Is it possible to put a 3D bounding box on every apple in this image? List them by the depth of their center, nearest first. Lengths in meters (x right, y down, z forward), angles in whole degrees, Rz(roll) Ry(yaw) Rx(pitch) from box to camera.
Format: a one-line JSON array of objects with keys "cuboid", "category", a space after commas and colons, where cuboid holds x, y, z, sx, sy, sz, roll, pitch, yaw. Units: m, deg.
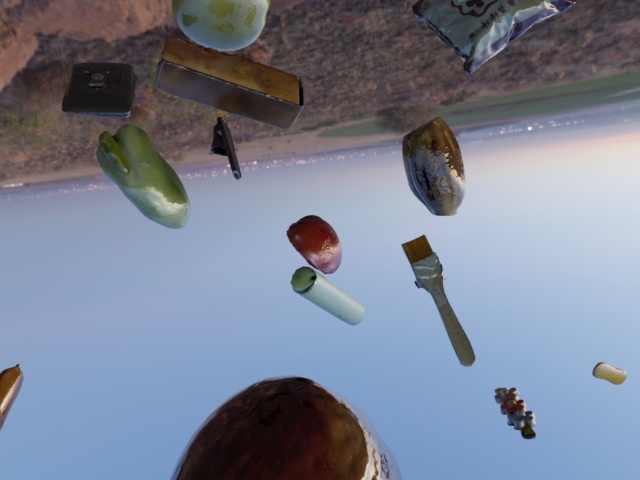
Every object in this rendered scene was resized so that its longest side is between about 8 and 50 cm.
[{"cuboid": [-0.268, -0.671, 1.273, 0.253, 0.292, 0.292, 5, -177, -23], "category": "apple"}]

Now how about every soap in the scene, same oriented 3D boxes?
[{"cuboid": [0.543, 0.250, 0.880, 0.089, 0.034, 0.012, 23, -169, -21], "category": "soap"}]

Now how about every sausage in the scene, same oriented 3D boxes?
[{"cuboid": [-0.685, 0.349, 0.994, 0.054, 0.062, 0.183, -10, -129, 17], "category": "sausage"}]

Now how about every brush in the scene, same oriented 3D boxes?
[{"cuboid": [0.298, 0.147, 1.153, 0.085, 0.337, 0.020, -21, 167, -12], "category": "brush"}]

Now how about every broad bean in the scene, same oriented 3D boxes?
[{"cuboid": [-0.333, -0.120, 0.906, 0.100, 0.228, 0.169, -35, -143, 13], "category": "broad bean"}]

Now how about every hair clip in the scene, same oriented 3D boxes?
[{"cuboid": [0.423, 0.367, 1.029, 0.062, 0.056, 0.214, -21, 177, 6], "category": "hair clip"}]

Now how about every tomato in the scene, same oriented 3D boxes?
[{"cuboid": [0.000, 0.000, 1.252, 0.099, 0.173, 0.189, -47, 176, 15], "category": "tomato"}]

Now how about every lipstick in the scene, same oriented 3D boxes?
[{"cuboid": [0.027, 0.152, 1.235, 0.076, 0.076, 0.304, -2, 156, 32], "category": "lipstick"}]

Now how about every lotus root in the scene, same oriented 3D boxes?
[{"cuboid": [0.339, -0.211, 1.416, 0.193, 0.291, 0.193, -20, -171, 3], "category": "lotus root"}]

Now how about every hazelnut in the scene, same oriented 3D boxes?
[{"cuboid": [-0.060, 0.441, 0.747, 0.420, 0.421, 0.352, -12, -153, -29], "category": "hazelnut"}]

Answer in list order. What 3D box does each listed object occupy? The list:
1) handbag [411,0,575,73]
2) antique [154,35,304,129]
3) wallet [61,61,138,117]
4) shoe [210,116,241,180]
[{"cuboid": [0.307, -0.446, 0.883, 0.213, 0.235, 0.127, -37, 153, 15], "category": "handbag"}, {"cuboid": [-0.192, -0.340, 1.012, 0.309, 0.094, 0.087, 11, 149, -25], "category": "antique"}, {"cuboid": [-0.575, -0.400, 1.232, 0.168, 0.052, 0.245, 0, -135, -17], "category": "wallet"}, {"cuboid": [-0.218, -0.200, 1.039, 0.053, 0.160, 0.062, -22, 165, 7], "category": "shoe"}]
